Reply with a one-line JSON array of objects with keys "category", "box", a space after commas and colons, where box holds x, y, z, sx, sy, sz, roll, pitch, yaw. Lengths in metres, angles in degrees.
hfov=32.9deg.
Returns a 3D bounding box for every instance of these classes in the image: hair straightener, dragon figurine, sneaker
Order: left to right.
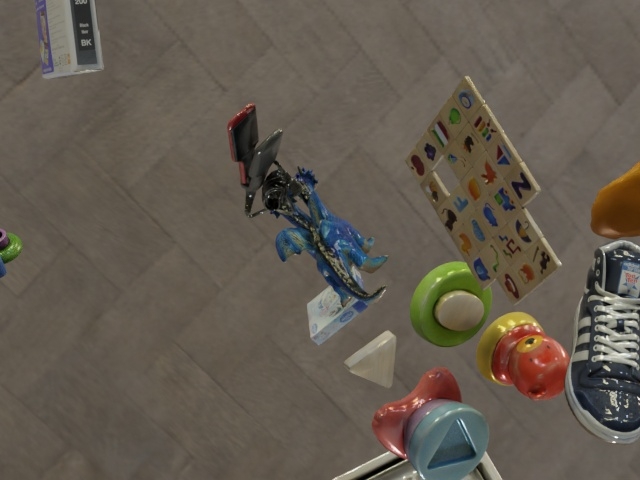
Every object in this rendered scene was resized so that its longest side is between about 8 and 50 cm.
[{"category": "hair straightener", "box": [-0.062, -0.066, 1.203, 0.089, 0.230, 0.047, 42, 69, 11]}, {"category": "dragon figurine", "box": [0.000, 0.000, 1.327, 0.144, 0.289, 0.085, 38, 104, -17]}, {"category": "sneaker", "box": [0.376, 0.113, 1.368, 0.099, 0.282, 0.153, 13, 127, 2]}]

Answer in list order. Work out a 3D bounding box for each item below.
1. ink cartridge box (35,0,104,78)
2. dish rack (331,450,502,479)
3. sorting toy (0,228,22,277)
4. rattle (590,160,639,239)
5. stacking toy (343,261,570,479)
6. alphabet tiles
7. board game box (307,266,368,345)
[{"category": "ink cartridge box", "box": [-0.318, -0.306, 1.329, 0.045, 0.206, 0.208, -10, 100, -22]}, {"category": "dish rack", "box": [0.183, 0.505, 1.914, 0.333, 0.072, 0.285, -20, 69, -25]}, {"category": "sorting toy", "box": [-0.381, 0.014, 1.219, 0.102, 0.061, 0.042, -44, 143, -34]}, {"category": "rattle", "box": [0.282, -0.110, 0.820, 0.130, 0.143, 0.200, 8, 67, -17]}, {"category": "stacking toy", "box": [0.212, 0.202, 1.595, 0.309, 0.130, 0.279, -44, 124, -6]}, {"category": "alphabet tiles", "box": [0.194, -0.046, 1.278, 0.009, 0.198, 0.237, -22, 74, -26]}, {"category": "board game box", "box": [0.022, 0.089, 1.488, 0.090, 0.090, 0.020, -39, 114, 16]}]
